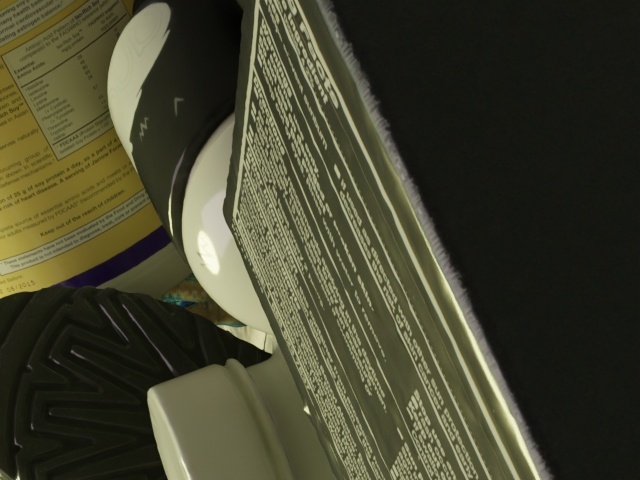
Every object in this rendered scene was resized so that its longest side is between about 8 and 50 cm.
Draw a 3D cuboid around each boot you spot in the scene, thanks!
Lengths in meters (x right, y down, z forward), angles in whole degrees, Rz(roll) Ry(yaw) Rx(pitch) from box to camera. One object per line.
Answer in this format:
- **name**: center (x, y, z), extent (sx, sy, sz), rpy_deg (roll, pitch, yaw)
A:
- **boot**: center (-0.073, 0.186, 1.372), extent (0.445, 0.367, 0.146), rpy_deg (106, 180, -72)

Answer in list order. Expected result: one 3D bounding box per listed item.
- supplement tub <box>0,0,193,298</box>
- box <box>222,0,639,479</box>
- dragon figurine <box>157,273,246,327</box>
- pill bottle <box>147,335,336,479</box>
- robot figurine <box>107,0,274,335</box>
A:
- **supplement tub**: center (-0.219, -0.119, 1.295), extent (0.331, 0.241, 0.241), rpy_deg (64, 172, -25)
- **box**: center (0.104, 0.033, 0.633), extent (0.294, 0.182, 0.296), rpy_deg (101, 147, -70)
- **dragon figurine**: center (-0.082, 0.023, 1.446), extent (0.289, 0.144, 0.085), rpy_deg (-69, -26, -71)
- **pill bottle**: center (0.045, 0.078, 0.867), extent (0.131, 0.229, 0.131), rpy_deg (161, 90, -78)
- **robot figurine**: center (-0.023, -0.064, 1.124), extent (0.209, 0.173, 0.278), rpy_deg (32, -163, -38)
